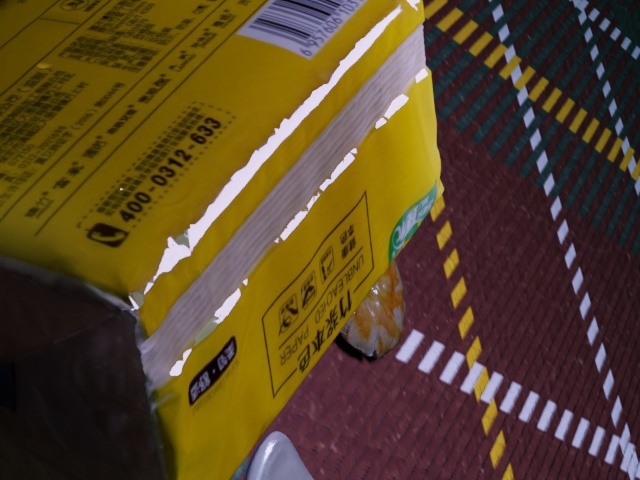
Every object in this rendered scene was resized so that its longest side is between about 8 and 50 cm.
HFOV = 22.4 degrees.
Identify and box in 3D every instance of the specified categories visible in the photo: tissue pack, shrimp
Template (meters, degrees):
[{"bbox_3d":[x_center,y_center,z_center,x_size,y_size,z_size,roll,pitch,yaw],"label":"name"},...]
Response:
[{"bbox_3d":[-0.125,-0.024,1.061,0.382,0.293,0.228,-51,147,-45],"label":"tissue pack"},{"bbox_3d":[0.001,-0.001,1.645,0.294,0.062,0.154,51,34,-21],"label":"shrimp"}]

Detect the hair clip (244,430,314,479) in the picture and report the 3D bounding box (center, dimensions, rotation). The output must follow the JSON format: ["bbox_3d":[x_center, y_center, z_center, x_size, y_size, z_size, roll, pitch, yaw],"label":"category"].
[{"bbox_3d":[-0.009,0.294,1.275,0.282,0.113,0.172,61,27,0],"label":"hair clip"}]
